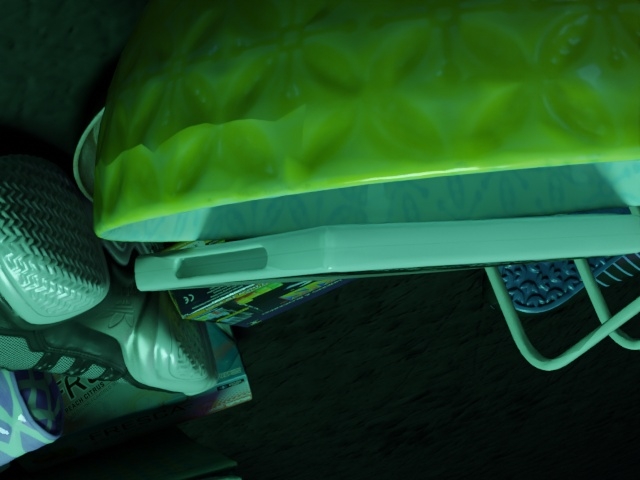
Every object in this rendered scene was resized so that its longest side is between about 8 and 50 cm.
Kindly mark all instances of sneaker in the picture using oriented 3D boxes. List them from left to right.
[{"bbox_3d":[-0.170,0.046,0.715,0.153,0.101,0.268,-22,153,11],"label":"sneaker"},{"bbox_3d":[0.230,-0.009,0.945,0.232,0.081,0.090,-23,177,-6],"label":"sneaker"}]

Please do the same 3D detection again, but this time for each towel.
[{"bbox_3d":[-0.264,0.208,0.900,0.370,0.040,0.271,-12,-177,-18],"label":"towel"}]

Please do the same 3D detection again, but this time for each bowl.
[{"bbox_3d":[0.046,-0.088,0.488,0.289,0.156,0.289,-6,178,0],"label":"bowl"}]

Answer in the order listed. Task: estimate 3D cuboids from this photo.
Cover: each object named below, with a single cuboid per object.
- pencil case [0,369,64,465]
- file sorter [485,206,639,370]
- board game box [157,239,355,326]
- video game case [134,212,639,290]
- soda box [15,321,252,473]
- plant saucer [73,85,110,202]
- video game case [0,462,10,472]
[{"bbox_3d":[-0.278,0.134,0.825,0.206,0.086,0.088,-20,-170,4],"label":"pencil case"},{"bbox_3d":[0.243,-0.048,0.726,0.277,0.193,0.173,-7,155,-28],"label":"file sorter"},{"bbox_3d":[0.000,0.000,0.769,0.170,0.048,0.141,-25,168,10],"label":"board game box"},{"bbox_3d":[0.031,0.006,0.601,0.190,0.022,0.173,-2,177,-35],"label":"video game case"},{"bbox_3d":[-0.147,0.114,0.913,0.183,0.058,0.063,-18,155,-7],"label":"soda box"},{"bbox_3d":[-0.052,-0.066,0.651,0.168,0.029,0.168,-16,155,-8],"label":"plant saucer"},{"bbox_3d":[-0.292,0.179,0.892,0.087,0.011,0.122,-30,-166,-37],"label":"video game case"}]
